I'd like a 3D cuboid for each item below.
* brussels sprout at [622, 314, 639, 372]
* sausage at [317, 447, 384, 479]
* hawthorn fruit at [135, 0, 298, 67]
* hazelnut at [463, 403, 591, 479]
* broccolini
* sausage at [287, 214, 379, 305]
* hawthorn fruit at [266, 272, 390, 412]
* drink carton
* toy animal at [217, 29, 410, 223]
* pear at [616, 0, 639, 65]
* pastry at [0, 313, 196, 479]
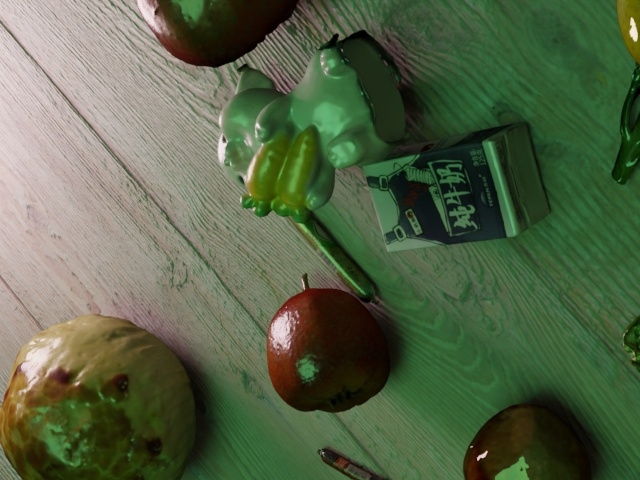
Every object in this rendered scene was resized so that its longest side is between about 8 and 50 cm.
[{"bbox_3d":[0.438,0.133,1.400,0.085,0.058,0.085,-18,63,40],"label":"brussels sprout"},{"bbox_3d":[0.075,0.396,1.810,0.198,0.025,0.028,22,89,28],"label":"sausage"},{"bbox_3d":[-0.169,-0.400,1.508,0.254,0.254,0.300,-29,104,41],"label":"hawthorn fruit"},{"bbox_3d":[0.291,0.314,1.526,0.182,0.182,0.182,16,117,32],"label":"hazelnut"},{"bbox_3d":[0.402,-0.160,1.318,0.091,0.068,0.203,45,146,30],"label":"broccolini"},{"bbox_3d":[0.000,0.000,1.697,0.269,0.033,0.033,49,130,11],"label":"sausage"},{"bbox_3d":[0.004,0.151,1.677,0.196,0.196,0.225,-41,59,41],"label":"hawthorn fruit"},{"bbox_3d":[0.182,-0.070,1.484,0.222,0.102,0.134,-8,106,41],"label":"drink carton"},{"bbox_3d":[-0.032,-0.160,1.519,0.310,0.247,0.183,-23,115,38],"label":"toy animal"},{"bbox_3d":[0.422,-0.220,1.122,0.267,0.267,0.178,5,71,36],"label":"pear"},{"bbox_3d":[-0.415,0.333,1.977,0.388,0.312,0.389,15,115,37],"label":"pastry"}]
